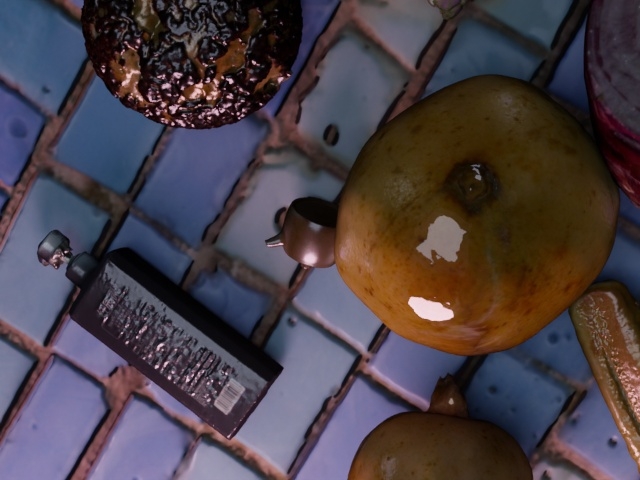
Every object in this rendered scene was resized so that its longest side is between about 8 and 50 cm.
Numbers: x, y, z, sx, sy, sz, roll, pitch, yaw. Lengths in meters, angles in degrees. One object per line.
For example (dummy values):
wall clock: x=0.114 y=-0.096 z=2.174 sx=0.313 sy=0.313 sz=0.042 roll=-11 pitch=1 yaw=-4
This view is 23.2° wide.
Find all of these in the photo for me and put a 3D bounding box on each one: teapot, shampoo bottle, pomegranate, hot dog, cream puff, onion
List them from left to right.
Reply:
shampoo bottle: x=-0.193 y=0.093 z=1.773 sx=0.309 sy=0.071 sz=0.098 roll=37 pitch=107 yaw=5
cream puff: x=-0.139 y=-0.232 z=1.655 sx=0.239 sy=0.165 sz=0.239 roll=2 pitch=98 yaw=12
teapot: x=0.000 y=0.000 z=1.714 sx=0.121 sy=0.076 sz=0.068 roll=10 pitch=115 yaw=-18
pomegranate: x=0.129 y=0.273 z=1.660 sx=0.207 sy=0.207 sz=0.207 roll=2 pitch=100 yaw=13
pomegranate: x=0.150 y=-0.023 z=1.553 sx=0.307 sy=0.307 sz=0.307 roll=2 pitch=100 yaw=13
hot dog: x=0.344 y=0.175 z=1.663 sx=0.088 sy=0.061 sz=0.286 roll=-17 pitch=97 yaw=19
onion: x=0.411 y=-0.157 z=1.488 sx=0.282 sy=0.260 sz=0.336 roll=-4 pitch=65 yaw=29

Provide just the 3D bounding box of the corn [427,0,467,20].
corn: x=0.182 y=-0.388 z=1.580 sx=0.127 sy=0.126 sz=0.335 roll=33 pitch=109 yaw=6
